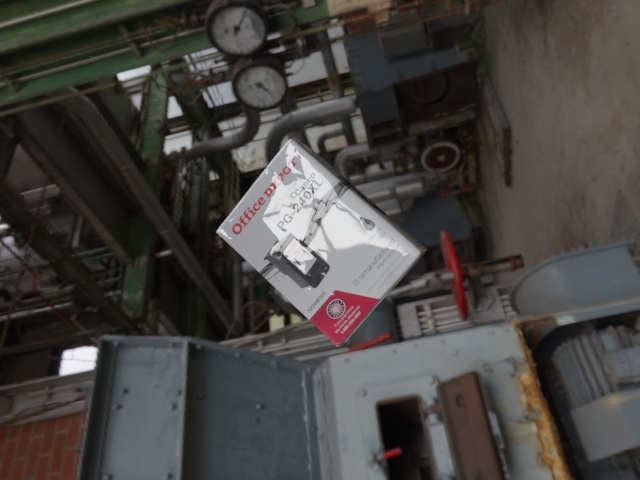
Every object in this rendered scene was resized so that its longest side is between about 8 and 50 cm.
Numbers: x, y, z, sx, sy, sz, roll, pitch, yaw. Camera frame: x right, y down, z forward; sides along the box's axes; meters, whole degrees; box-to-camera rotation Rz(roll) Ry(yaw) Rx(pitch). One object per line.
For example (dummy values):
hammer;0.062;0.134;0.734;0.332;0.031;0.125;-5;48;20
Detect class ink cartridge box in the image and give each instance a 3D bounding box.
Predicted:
ink cartridge box;0.000;0.000;0.542;0.150;0.109;0.063;42;-169;10
